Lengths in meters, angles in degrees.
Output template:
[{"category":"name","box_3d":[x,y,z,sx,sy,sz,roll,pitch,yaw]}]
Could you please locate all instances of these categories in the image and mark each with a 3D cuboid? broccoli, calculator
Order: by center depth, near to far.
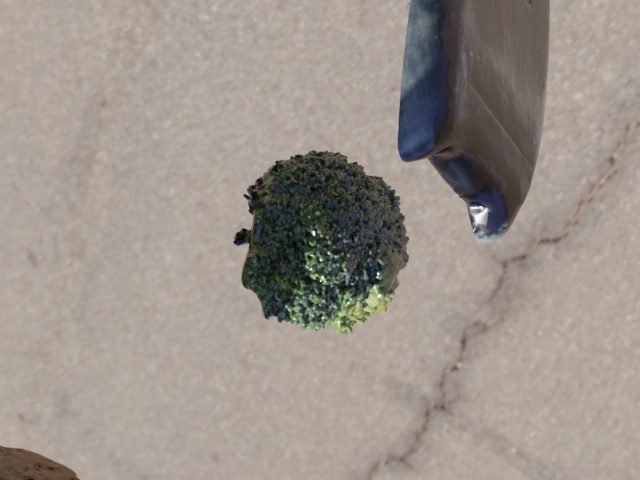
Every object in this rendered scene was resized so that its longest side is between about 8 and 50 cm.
[{"category":"calculator","box_3d":[0.110,-0.145,0.846,0.040,0.268,0.177,-6,154,29]},{"category":"broccoli","box_3d":[0.001,-0.003,1.419,0.197,0.226,0.176,20,103,-22]}]

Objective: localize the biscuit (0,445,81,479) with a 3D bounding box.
[{"category":"biscuit","box_3d":[-0.387,0.302,1.309,0.381,0.359,0.074,12,112,2]}]
